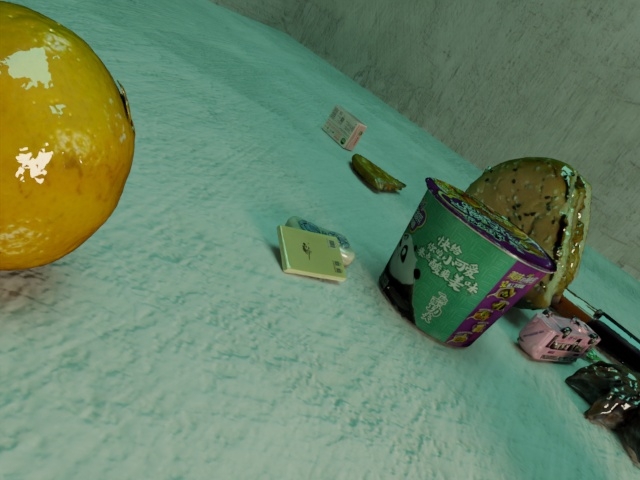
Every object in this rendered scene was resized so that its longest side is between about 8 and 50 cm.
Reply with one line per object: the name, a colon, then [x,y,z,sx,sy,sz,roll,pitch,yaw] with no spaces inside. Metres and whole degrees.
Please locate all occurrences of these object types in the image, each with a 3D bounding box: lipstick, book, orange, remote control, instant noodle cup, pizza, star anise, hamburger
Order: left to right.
orange: [-0.269,-0.084,0.451,0.219,0.219,0.193,38,-3,13]
book: [-0.014,0.020,0.819,0.111,0.014,0.077,12,51,-35]
remote control: [0.000,0.000,0.894,0.122,0.032,0.074,21,24,-28]
pizza: [0.159,-0.175,1.474,0.176,0.036,0.185,15,26,-41]
instant noodle cup: [0.226,0.043,0.901,0.251,0.190,0.251,28,21,-12]
hamburger: [0.434,-0.017,1.188,0.195,0.318,0.276,6,2,-44]
lipstick: [0.623,0.169,1.330,0.418,0.077,0.077,41,23,23]
star anise: [0.571,0.297,0.959,0.223,0.109,0.236,11,28,-51]

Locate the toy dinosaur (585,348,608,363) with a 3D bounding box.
toy dinosaur: [0.598,0.256,1.187,0.083,0.021,0.062,35,29,14]

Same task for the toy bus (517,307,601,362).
toy bus: [0.463,0.189,1.051,0.203,0.090,0.063,13,29,-39]

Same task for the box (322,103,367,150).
box: [0.072,-0.340,1.630,0.043,0.089,0.125,8,33,-47]
